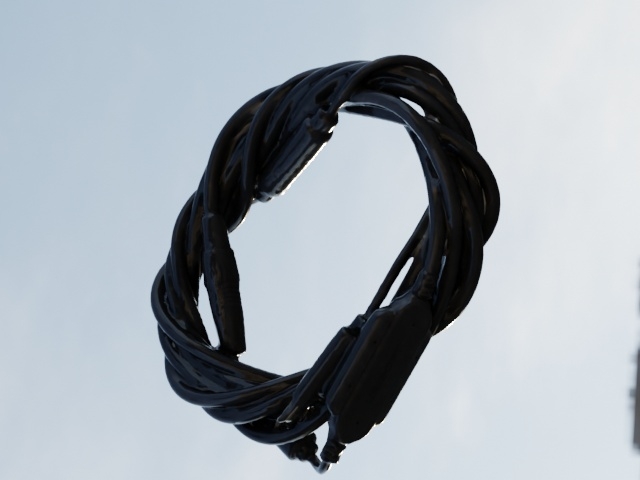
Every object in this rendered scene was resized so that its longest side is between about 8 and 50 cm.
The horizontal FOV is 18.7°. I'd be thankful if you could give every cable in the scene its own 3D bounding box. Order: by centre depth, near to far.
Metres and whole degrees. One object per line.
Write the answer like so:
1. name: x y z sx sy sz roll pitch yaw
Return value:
1. cable: 0.000 0.000 0.857 0.047 0.150 0.184 15 -75 -49
